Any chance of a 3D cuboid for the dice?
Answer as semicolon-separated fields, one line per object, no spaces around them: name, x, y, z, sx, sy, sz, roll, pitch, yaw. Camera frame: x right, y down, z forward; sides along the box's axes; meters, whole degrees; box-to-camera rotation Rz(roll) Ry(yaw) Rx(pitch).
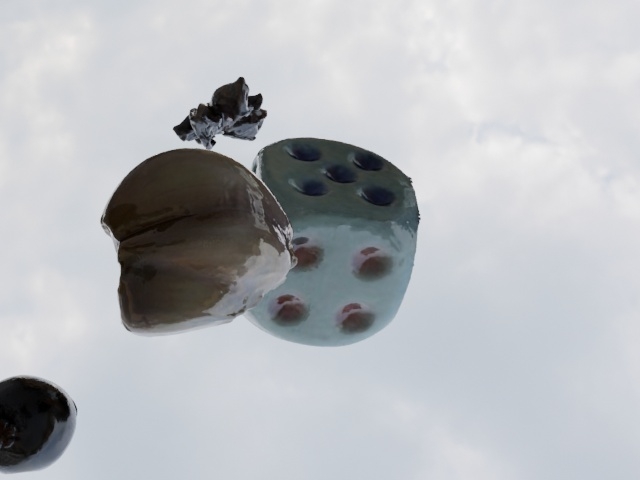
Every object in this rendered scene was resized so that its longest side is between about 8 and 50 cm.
dice;0.000;0.000;1.440;0.262;0.268;0.264;7;-146;-11

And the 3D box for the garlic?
garlic;-0.127;-0.011;0.970;0.110;0.228;0.217;-55;-130;53

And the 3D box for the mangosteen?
mangosteen;-0.387;0.241;1.138;0.137;0.151;0.137;0;-95;5

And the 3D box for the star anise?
star anise;-0.205;-0.251;1.803;0.198;0.257;0.110;-28;-93;-2
